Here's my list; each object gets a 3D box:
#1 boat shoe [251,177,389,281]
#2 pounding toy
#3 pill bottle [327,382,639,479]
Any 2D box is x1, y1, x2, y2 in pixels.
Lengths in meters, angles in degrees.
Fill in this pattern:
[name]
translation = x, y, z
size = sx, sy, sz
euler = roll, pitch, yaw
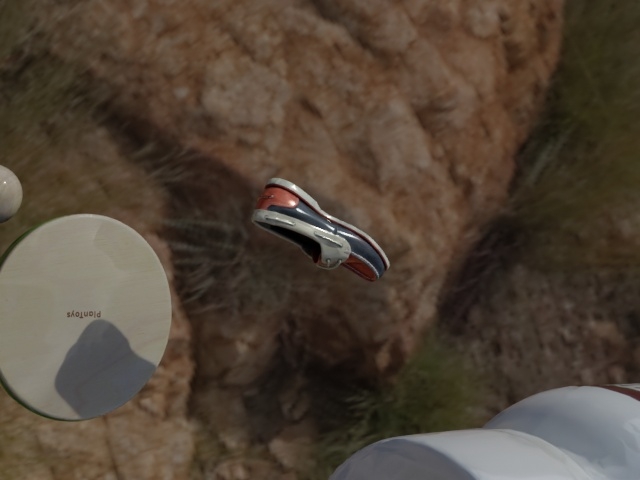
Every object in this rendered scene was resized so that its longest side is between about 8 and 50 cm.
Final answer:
[boat shoe]
translation = 0.000, 0.000, 1.259
size = 0.137, 0.049, 0.043
euler = 36, 60, -23
[pounding toy]
translation = -0.257, 0.052, 1.306
size = 0.237, 0.110, 0.183
euler = 35, 72, -34
[pill bottle]
translation = 0.198, 0.183, 0.763
size = 0.392, 0.224, 0.224
euler = 1, 75, -35
